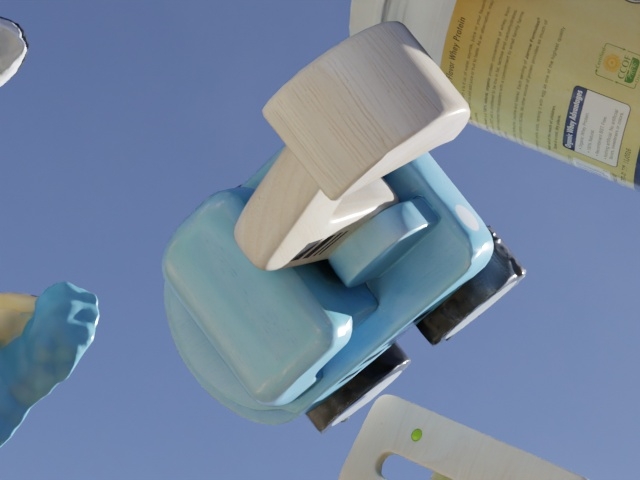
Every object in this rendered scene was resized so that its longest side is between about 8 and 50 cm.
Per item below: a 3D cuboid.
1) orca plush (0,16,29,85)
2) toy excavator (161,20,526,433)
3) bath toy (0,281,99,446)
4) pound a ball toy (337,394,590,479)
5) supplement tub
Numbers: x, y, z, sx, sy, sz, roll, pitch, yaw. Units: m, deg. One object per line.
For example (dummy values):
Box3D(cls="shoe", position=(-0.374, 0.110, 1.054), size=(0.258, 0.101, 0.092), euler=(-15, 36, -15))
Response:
Box3D(cls="orca plush", position=(-0.427, -0.137, 1.728), size=(0.151, 0.287, 0.102), euler=(51, -12, -4))
Box3D(cls="toy excavator", position=(0.000, 0.000, 1.353), size=(0.433, 0.445, 0.222), euler=(-42, -100, 26))
Box3D(cls="bath toy", position=(-0.275, -0.015, 0.850), size=(0.129, 0.151, 0.348), euler=(-29, -50, 31))
Box3D(cls="pound a ball toy", position=(0.190, 0.262, 1.490), size=(0.208, 0.135, 0.319), euler=(29, -6, -43))
Box3D(cls="supplement tub", position=(0.206, -0.187, 1.463), size=(0.316, 0.228, 0.228), euler=(23, -29, 16))
